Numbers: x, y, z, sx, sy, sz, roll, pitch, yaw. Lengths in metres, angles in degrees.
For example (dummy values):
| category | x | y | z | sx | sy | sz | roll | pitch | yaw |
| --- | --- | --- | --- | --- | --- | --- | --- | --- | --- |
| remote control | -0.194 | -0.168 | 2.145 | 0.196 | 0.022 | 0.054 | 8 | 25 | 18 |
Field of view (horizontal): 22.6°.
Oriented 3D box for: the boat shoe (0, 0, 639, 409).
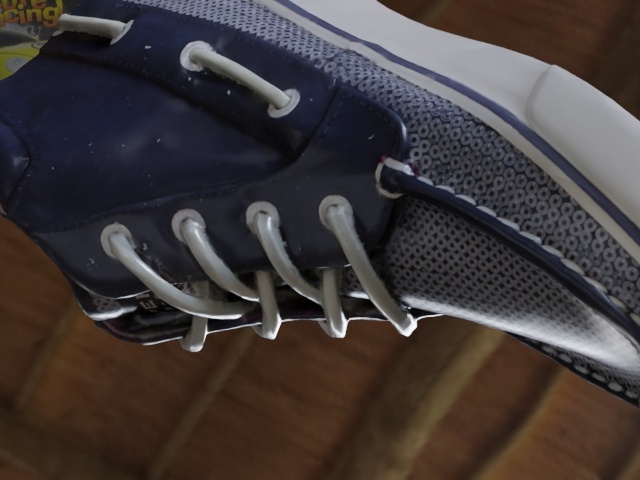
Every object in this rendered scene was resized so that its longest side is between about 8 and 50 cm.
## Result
| category | x | y | z | sx | sy | sz | roll | pitch | yaw |
| --- | --- | --- | --- | --- | --- | --- | --- | --- | --- |
| boat shoe | 0.000 | 0.000 | 0.582 | 0.158 | 0.340 | 0.127 | -42 | -44 | -13 |

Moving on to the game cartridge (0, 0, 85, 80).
| category | x | y | z | sx | sy | sz | roll | pitch | yaw |
| --- | --- | --- | --- | --- | --- | --- | --- | --- | --- |
| game cartridge | -0.208 | -0.111 | 1.042 | 0.294 | 0.060 | 0.196 | -7 | -62 | -12 |
